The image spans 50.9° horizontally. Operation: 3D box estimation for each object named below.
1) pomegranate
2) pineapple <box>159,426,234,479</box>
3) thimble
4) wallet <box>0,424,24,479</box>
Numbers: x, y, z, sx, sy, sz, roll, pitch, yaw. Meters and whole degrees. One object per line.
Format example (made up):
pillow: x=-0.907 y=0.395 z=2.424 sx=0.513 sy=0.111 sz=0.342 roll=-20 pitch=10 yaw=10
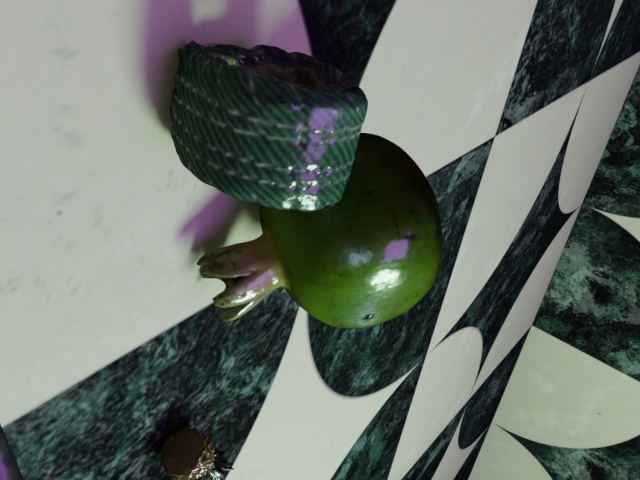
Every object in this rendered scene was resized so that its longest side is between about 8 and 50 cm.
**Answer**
pomegranate: x=0.000 y=0.001 z=0.618 sx=0.225 sy=0.187 sz=0.187 roll=-22 pitch=141 yaw=-13
pineapple: x=-0.133 y=0.242 z=0.728 sx=0.058 sy=0.058 sz=0.124 roll=-50 pitch=156 yaw=-21
thimble: x=-0.036 y=-0.086 z=0.487 sx=0.118 sy=0.135 sz=0.090 roll=-19 pitch=131 yaw=-48
wallet: x=-0.286 y=0.145 z=0.277 sx=0.323 sy=0.041 sz=0.247 roll=-36 pitch=117 yaw=-46
